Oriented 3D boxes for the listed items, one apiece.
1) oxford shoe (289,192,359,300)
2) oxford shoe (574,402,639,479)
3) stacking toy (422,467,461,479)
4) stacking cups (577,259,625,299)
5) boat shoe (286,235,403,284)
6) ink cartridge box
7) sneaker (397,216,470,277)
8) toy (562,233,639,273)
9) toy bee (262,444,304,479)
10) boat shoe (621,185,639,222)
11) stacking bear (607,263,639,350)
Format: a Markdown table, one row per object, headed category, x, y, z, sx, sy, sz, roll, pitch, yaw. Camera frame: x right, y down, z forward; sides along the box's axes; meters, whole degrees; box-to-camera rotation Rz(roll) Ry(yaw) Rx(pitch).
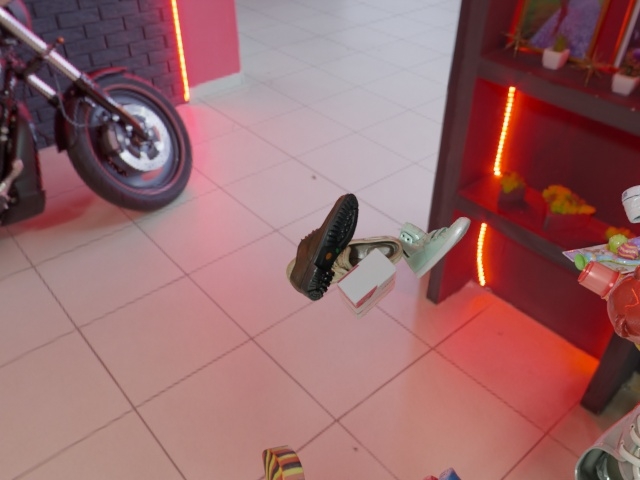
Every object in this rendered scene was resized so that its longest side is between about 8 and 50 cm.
| category | x | y | z | sx | sy | sz | roll | pitch | yaw |
| --- | --- | --- | --- | --- | --- | --- | --- | --- | --- |
| oxford shoe | 0.000 | 0.000 | 1.163 | 0.096 | 0.083 | 0.227 | 26 | 86 | 41 |
| oxford shoe | 0.478 | 0.269 | 0.764 | 0.130 | 0.449 | 0.169 | -10 | 50 | -18 |
| stacking toy | 0.114 | 0.505 | 0.945 | 0.302 | 0.175 | 0.165 | -24 | 73 | 9 |
| stacking cups | 0.737 | 0.146 | 1.279 | 0.316 | 0.096 | 0.096 | 32 | 46 | 12 |
| boat shoe | 0.062 | 0.051 | 1.610 | 0.341 | 0.121 | 0.110 | -17 | -6 | 5 |
| ink cartridge box | 0.095 | 0.092 | 1.175 | 0.109 | 0.150 | 0.063 | -41 | 73 | -9 |
| sneaker | 0.312 | -0.014 | 1.681 | 0.151 | 0.256 | 0.094 | 48 | 41 | 11 |
| toy | 0.750 | 0.024 | 1.437 | 0.237 | 0.056 | 0.137 | -13 | 30 | -9 |
| toy bee | -0.043 | 0.587 | 1.208 | 0.195 | 0.298 | 0.162 | -24 | -1 | -35 |
| boat shoe | 0.810 | -0.077 | 1.271 | 0.258 | 0.095 | 0.084 | -5 | 64 | 17 |
| stacking bear | 0.527 | 0.124 | 0.829 | 0.289 | 0.175 | 0.164 | 23 | 4 | -30 |
